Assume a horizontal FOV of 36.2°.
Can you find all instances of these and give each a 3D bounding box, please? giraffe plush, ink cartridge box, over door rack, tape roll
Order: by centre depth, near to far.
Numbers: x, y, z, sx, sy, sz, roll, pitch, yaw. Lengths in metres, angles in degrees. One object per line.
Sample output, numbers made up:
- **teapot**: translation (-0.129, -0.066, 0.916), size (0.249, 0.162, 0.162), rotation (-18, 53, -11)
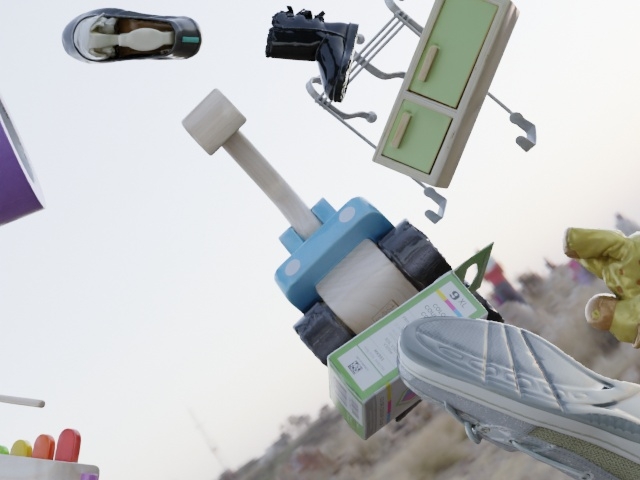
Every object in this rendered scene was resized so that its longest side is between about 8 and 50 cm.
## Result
- **ink cartridge box**: translation (0.107, 0.101, 0.978), size (0.209, 0.062, 0.109), rotation (-34, -25, -16)
- **giraffe plush**: translation (0.455, 0.071, 1.439), size (0.181, 0.170, 0.210), rotation (3, 3, -41)
- **over door rack**: translation (0.164, -0.218, 1.587), size (0.239, 0.324, 0.108), rotation (-42, 4, 40)
- **tape roll**: translation (-0.550, -0.163, 1.621), size (0.090, 0.275, 0.275), rotation (-23, -16, -10)

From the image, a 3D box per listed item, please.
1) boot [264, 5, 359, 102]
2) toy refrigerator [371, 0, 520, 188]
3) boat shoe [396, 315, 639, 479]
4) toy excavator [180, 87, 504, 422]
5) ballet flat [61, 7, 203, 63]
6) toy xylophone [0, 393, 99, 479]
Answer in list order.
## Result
- **boot**: translation (-0.013, -0.208, 1.094), size (0.045, 0.099, 0.121), rotation (95, -175, -58)
- **toy refrigerator**: translation (0.174, -0.215, 1.365), size (0.269, 0.102, 0.094), rotation (-68, -18, 9)
- **boat shoe**: translation (0.206, 0.162, 0.851), size (0.118, 0.320, 0.103), rotation (-87, 20, -63)
- **toy excavator**: translation (0.000, 0.000, 1.470), size (0.222, 0.445, 0.433), rotation (-45, -51, 2)
- **ballet flat**: translation (-0.336, -0.347, 1.652), size (0.280, 0.095, 0.096), rotation (1, 13, 20)
- **toy xylophone**: translation (-0.445, 0.336, 1.400), size (0.081, 0.323, 0.236), rotation (23, -103, -50)
